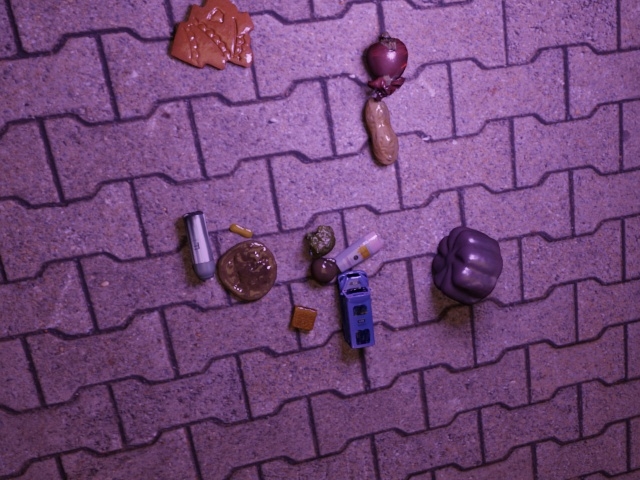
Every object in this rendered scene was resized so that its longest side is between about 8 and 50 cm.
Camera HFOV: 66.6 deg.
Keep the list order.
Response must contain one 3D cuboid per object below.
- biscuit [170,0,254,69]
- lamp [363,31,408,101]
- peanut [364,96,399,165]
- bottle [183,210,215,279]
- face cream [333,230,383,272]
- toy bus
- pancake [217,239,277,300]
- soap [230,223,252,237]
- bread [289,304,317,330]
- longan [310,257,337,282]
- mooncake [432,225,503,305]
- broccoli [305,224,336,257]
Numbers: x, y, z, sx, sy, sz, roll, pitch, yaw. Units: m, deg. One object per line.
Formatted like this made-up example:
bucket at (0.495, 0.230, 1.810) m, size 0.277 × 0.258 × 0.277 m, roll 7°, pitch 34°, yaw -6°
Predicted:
biscuit at (-0.380, -0.709, 1.700) m, size 0.306 × 0.043 × 0.284 m, roll -27°, pitch 104°, yaw -5°
lamp at (0.244, -0.636, 1.754) m, size 0.151 × 0.215 × 0.223 m, roll -22°, pitch 96°, yaw 40°
peanut at (0.231, -0.412, 1.832) m, size 0.101 × 0.117 × 0.263 m, roll -22°, pitch 101°, yaw -26°
bottle at (-0.453, 0.020, 1.805) m, size 0.096 × 0.079 × 0.254 m, roll -4°, pitch 103°, yaw 29°
face cream at (0.149, 0.048, 1.926) m, size 0.198 × 0.057 × 0.084 m, roll -34°, pitch 109°, yaw -2°
toy bus at (0.144, 0.271, 1.927) m, size 0.125 × 0.133 × 0.292 m, roll -8°, pitch 102°, yaw -8°
pancake at (-0.280, 0.117, 1.865) m, size 0.242 × 0.050 × 0.242 m, roll -2°, pitch 99°, yaw -10°
soap at (-0.301, -0.037, 1.852) m, size 0.089 × 0.012 × 0.034 m, roll 22°, pitch 95°, yaw -13°
bread at (-0.068, 0.309, 1.946) m, size 0.094 × 0.035 × 0.090 m, roll 14°, pitch 97°, yaw -12°
longan at (0.016, 0.110, 1.888) m, size 0.106 × 0.106 × 0.119 m, roll 28°, pitch 123°, yaw -14°
mooncake at (0.556, 0.094, 1.885) m, size 0.154 × 0.306 × 0.306 m, roll 19°, pitch 96°, yaw -11°
broccoli at (0.000, 0.000, 1.868) m, size 0.120 × 0.130 × 0.131 m, roll 24°, pitch 108°, yaw 27°
